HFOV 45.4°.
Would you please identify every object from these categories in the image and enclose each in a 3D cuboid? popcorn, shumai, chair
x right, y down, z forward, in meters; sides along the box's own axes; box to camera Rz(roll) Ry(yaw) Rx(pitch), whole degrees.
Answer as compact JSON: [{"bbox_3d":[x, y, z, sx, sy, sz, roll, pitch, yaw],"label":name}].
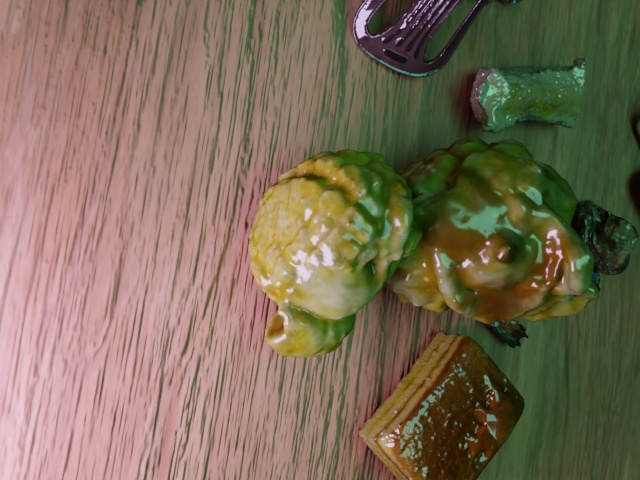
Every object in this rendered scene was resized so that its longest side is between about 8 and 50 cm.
[{"bbox_3d":[0.243,-0.012,1.145,0.335,0.274,0.279,-6,75,-5],"label":"popcorn"},{"bbox_3d":[0.000,0.000,1.044,0.173,0.225,0.286,11,121,-38],"label":"popcorn"},{"bbox_3d":[0.534,-0.007,1.399,0.123,0.105,0.139,-36,118,-45],"label":"shumai"},{"bbox_3d":[0.193,-0.419,1.133,0.175,0.326,0.183,22,55,-21],"label":"chair"}]

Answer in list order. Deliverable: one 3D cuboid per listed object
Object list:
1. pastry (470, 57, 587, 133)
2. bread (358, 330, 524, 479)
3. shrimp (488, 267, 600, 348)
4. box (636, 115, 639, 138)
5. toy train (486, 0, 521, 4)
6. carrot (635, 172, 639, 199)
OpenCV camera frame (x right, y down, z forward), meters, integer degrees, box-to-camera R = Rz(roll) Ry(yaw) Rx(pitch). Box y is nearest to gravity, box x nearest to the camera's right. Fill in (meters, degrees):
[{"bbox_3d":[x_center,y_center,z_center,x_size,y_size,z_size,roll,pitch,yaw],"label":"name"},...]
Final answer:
[{"bbox_3d":[0.353,-0.244,1.312,0.258,0.089,0.122,-11,99,-28],"label":"pastry"},{"bbox_3d":[0.201,0.286,1.214,0.234,0.110,0.184,-48,111,-20],"label":"bread"},{"bbox_3d":[0.389,0.090,1.353,0.290,0.054,0.222,21,80,-28],"label":"shrimp"},{"bbox_3d":[0.778,-0.170,1.503,0.167,0.193,0.294,-36,107,-30],"label":"box"},{"bbox_3d":[0.304,-0.444,1.276,0.178,0.104,0.071,-3,88,-31],"label":"toy train"},{"bbox_3d":[0.698,-0.009,1.530,0.078,0.078,0.298,-32,112,-26],"label":"carrot"}]
